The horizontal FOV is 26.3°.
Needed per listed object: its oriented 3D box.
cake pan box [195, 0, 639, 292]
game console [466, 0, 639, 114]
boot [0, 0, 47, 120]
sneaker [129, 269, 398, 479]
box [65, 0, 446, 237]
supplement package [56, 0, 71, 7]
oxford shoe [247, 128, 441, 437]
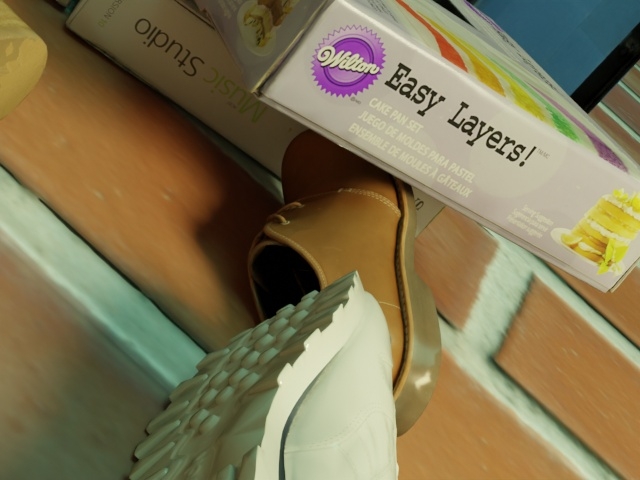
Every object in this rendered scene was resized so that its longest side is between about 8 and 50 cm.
[{"bbox_3d":[0.041,-0.105,0.750,0.246,0.070,0.267,29,18,-31],"label":"cake pan box"},{"bbox_3d":[0.141,-0.243,1.047,0.250,0.293,0.173,34,23,-18],"label":"game console"},{"bbox_3d":[-0.238,-0.107,0.444,0.211,0.104,0.295,39,18,9],"label":"boot"},{"bbox_3d":[-0.008,0.093,0.472,0.095,0.090,0.235,48,26,-13],"label":"sneaker"},{"bbox_3d":[-0.027,-0.140,0.889,0.232,0.058,0.322,35,24,-16],"label":"box"},{"bbox_3d":[-0.178,-0.308,0.757,0.263,0.199,0.198,36,23,-16],"label":"supplement package"},{"bbox_3d":[0.000,0.000,0.659,0.076,0.076,0.212,21,28,-22],"label":"oxford shoe"}]
